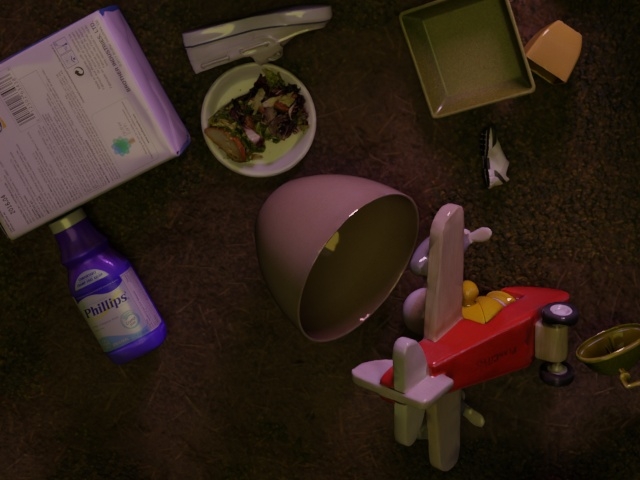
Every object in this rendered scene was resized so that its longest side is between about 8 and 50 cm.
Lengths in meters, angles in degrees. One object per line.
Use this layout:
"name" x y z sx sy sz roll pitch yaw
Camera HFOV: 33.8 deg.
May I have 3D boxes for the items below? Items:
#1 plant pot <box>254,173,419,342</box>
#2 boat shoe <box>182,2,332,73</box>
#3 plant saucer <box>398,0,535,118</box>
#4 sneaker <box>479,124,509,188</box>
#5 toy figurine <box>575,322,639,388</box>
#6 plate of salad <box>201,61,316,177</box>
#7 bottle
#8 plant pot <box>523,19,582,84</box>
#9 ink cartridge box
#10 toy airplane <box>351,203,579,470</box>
"plant pot" 0.000 0.000 1.759 0.191 0.284 0.284 36 107 30
"boat shoe" -0.099 -0.334 1.751 0.258 0.095 0.084 -8 109 16
"plant saucer" 0.245 -0.314 1.727 0.188 0.045 0.188 -12 106 31
"sneaker" 0.299 -0.145 1.802 0.043 0.040 0.109 -10 108 -11
"toy figurine" 0.639 0.211 1.794 0.362 0.191 0.217 -28 120 -8
"plate of salad" -0.107 -0.203 1.801 0.199 0.048 0.200 1 104 4
"bottle" -0.383 0.078 1.869 0.118 0.092 0.283 -25 102 11
"plant pot" 0.382 -0.313 1.729 0.081 0.081 0.083 31 93 -5
"ink cartridge box" -0.459 -0.185 1.773 0.395 0.151 0.270 -26 101 8
"toy airplane" 0.211 0.171 1.770 0.384 0.272 0.386 35 91 -38
